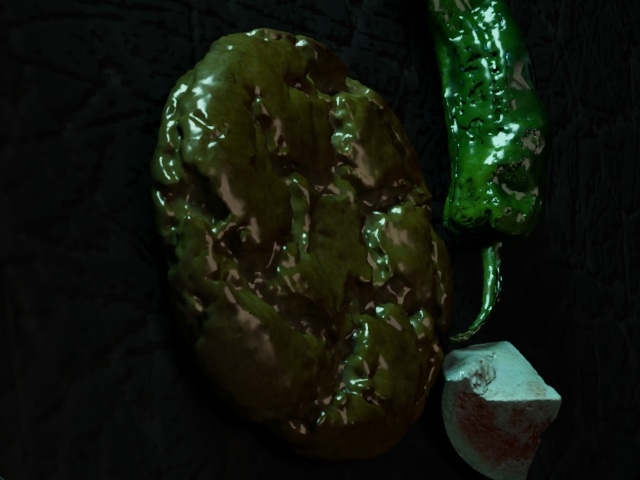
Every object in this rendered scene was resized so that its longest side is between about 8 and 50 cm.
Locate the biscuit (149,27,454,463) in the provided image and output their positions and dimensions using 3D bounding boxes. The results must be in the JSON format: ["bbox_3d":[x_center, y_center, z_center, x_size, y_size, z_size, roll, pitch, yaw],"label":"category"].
[{"bbox_3d":[0.000,0.000,0.762,0.226,0.042,0.226,32,49,-46],"label":"biscuit"}]

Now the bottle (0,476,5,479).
[{"bbox_3d":[-0.152,-0.019,0.530,0.060,0.060,0.217,2,75,-55],"label":"bottle"}]

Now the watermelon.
[{"bbox_3d":[0.097,0.085,0.842,0.085,0.061,0.085,40,44,-53],"label":"watermelon"}]

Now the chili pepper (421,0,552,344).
[{"bbox_3d":[0.087,-0.084,0.909,0.122,0.065,0.279,-4,77,-50],"label":"chili pepper"}]
